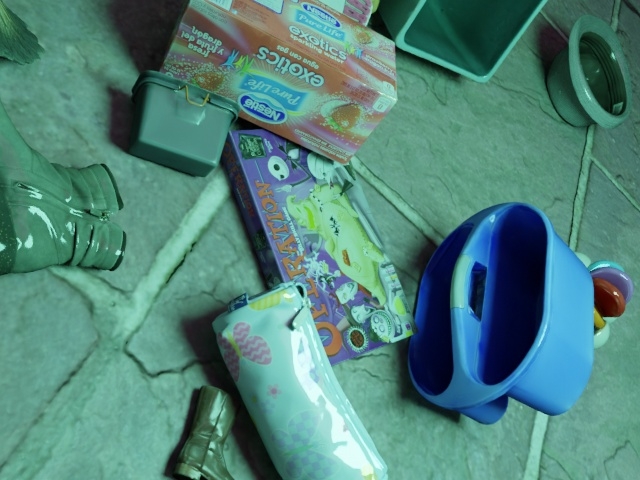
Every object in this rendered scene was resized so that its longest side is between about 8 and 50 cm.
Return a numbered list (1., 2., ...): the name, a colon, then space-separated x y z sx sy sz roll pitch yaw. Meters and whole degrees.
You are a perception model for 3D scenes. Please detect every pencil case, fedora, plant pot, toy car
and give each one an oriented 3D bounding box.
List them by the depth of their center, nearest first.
1. pencil case: -0.024 0.185 0.774 0.273 0.124 0.113 66 8 5
2. toy car: 0.517 0.102 1.228 0.159 0.136 0.182 54 47 -3
3. plant pot: 0.251 -0.501 1.250 0.247 0.248 0.252 12 38 -33
4. fedora: 0.632 -0.384 1.565 0.243 0.124 0.275 -3 79 -37

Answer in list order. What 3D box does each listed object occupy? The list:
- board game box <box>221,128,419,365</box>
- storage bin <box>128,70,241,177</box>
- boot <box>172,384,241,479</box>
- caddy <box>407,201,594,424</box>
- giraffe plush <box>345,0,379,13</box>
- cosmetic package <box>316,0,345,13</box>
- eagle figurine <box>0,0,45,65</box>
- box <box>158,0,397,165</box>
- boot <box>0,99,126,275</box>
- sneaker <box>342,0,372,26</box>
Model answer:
1. board game box: 0.000 0.000 0.937 0.208 0.056 0.347 -14 78 -37
2. storage bin: -0.178 -0.144 0.836 0.135 0.098 0.091 16 69 -25
3. boot: -0.107 0.231 0.748 0.106 0.037 0.114 35 47 -23
4. caddy: 0.251 0.101 0.954 0.179 0.241 0.341 37 50 -26
5. giraffe plush: 0.063 -0.518 1.174 0.170 0.210 0.181 -78 157 -50
6. cosmetic package: -0.055 -0.403 1.018 0.151 0.151 0.184 29 53 -25
7. eagle figurine: -0.423 -0.347 0.683 0.298 0.226 0.225 12 41 -28
8. box: -0.054 -0.255 0.915 0.300 0.142 0.154 22 46 -20
9. boot: -0.311 -0.076 0.719 0.161 0.083 0.246 -6 78 -47
10. sneaker: 0.044 -0.338 1.125 0.063 0.075 0.170 19 77 0
